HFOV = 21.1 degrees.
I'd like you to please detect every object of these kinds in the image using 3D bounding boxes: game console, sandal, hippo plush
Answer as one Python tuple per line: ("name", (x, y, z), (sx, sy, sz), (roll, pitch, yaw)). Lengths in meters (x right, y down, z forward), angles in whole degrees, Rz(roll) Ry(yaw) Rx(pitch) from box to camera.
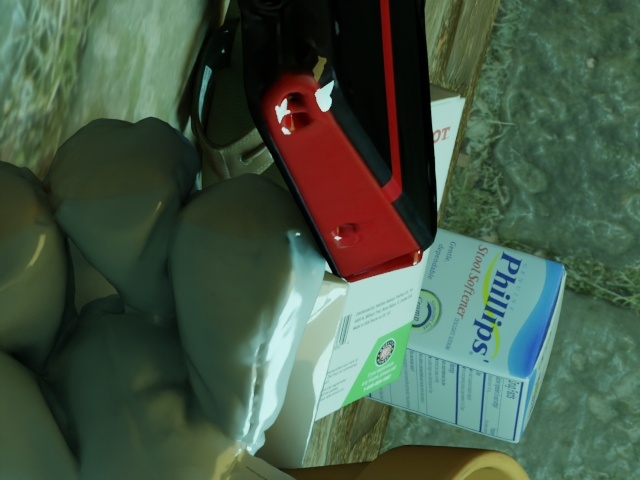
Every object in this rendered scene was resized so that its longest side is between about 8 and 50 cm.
("game console", (-0.003, -0.193, 0.765), (0.342, 0.060, 0.387), (48, 37, -74))
("sandal", (-0.056, -0.111, 1.298), (0.086, 0.120, 0.303), (-23, 133, -41))
("hippo plush", (-0.082, 0.060, 0.951), (0.234, 0.294, 0.236), (-53, 179, 5))

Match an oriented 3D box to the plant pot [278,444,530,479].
("plant pot", (-0.002, 0.261, 1.056), (0.291, 0.203, 0.291), (-18, 110, -62))

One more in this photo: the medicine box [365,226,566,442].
("medicine box", (0.123, 0.097, 1.999), (0.263, 0.289, 0.149), (80, 28, -68))

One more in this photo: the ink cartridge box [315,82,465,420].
("ink cartridge box", (0.000, 0.000, 1.505), (0.211, 0.121, 0.289), (-18, 126, -53))

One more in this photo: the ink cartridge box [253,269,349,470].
("ink cartridge box", (-0.090, 0.056, 1.182), (0.078, 0.231, 0.134), (8, 99, -39))

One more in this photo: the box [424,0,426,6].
("box", (0.040, -0.217, 1.690), (0.293, 0.073, 0.295), (-58, 160, -50))
